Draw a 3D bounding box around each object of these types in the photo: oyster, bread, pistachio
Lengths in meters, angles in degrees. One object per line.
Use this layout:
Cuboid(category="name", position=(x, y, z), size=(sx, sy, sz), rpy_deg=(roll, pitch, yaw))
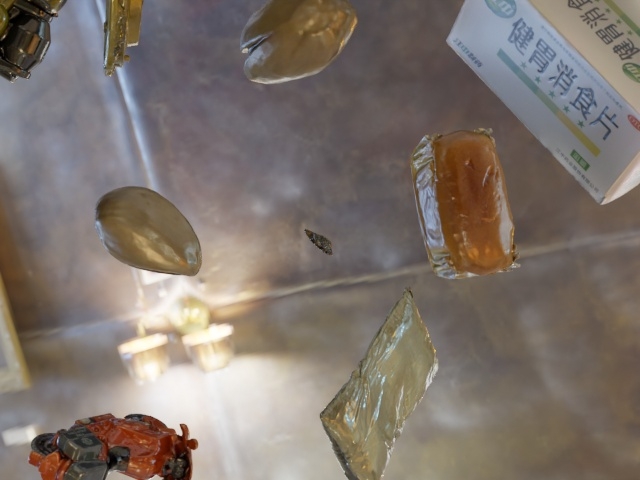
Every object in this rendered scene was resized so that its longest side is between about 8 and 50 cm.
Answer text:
Cuboid(category="oyster", position=(-0.003, -0.002, 2.073), size=(0.019, 0.083, 0.054), rpy_deg=(-47, -148, 18))
Cuboid(category="bread", position=(0.237, -0.059, 1.716), size=(0.136, 0.241, 0.107), rpy_deg=(-9, 177, -19))
Cuboid(category="pistachio", position=(-0.334, -0.008, 2.035), size=(0.153, 0.238, 0.138), rpy_deg=(-48, -176, 1))
Cuboid(category="pistachio", position=(-0.039, -0.295, 1.519), size=(0.136, 0.135, 0.226), rpy_deg=(-24, -176, -39))

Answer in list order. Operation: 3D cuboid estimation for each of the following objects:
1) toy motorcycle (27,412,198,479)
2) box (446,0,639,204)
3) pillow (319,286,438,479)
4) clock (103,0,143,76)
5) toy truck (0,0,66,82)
Cuboid(category="toy motorcycle", position=(-0.348, 0.386, 1.849), size=(0.221, 0.147, 0.326), rpy_deg=(30, -162, 30))
Cuboid(category="box", position=(0.329, -0.234, 1.343), size=(0.145, 0.333, 0.173), rpy_deg=(-30, 162, -26))
Cuboid(category="pillow", position=(0.080, 0.188, 1.307), size=(0.050, 0.148, 0.229), rpy_deg=(6, -136, 33))
Cuboid(category="clock", position=(-0.281, -0.351, 1.506), size=(0.057, 0.236, 0.237), rpy_deg=(4, -172, -13))
Cuboid(category="toy truck", position=(-0.527, -0.403, 1.839), size=(0.224, 0.165, 0.147), rpy_deg=(-52, -174, -2))
